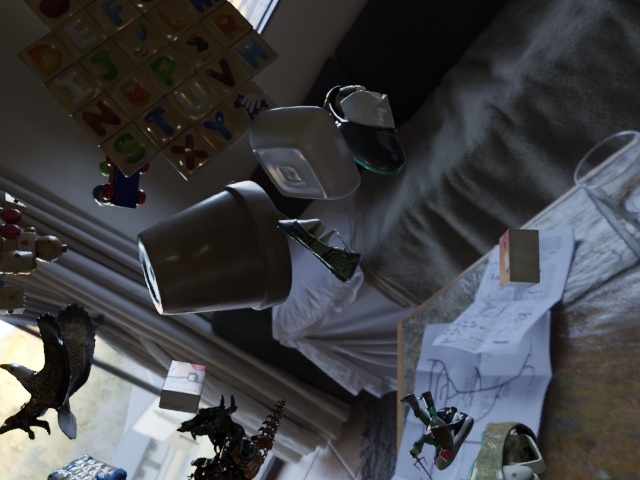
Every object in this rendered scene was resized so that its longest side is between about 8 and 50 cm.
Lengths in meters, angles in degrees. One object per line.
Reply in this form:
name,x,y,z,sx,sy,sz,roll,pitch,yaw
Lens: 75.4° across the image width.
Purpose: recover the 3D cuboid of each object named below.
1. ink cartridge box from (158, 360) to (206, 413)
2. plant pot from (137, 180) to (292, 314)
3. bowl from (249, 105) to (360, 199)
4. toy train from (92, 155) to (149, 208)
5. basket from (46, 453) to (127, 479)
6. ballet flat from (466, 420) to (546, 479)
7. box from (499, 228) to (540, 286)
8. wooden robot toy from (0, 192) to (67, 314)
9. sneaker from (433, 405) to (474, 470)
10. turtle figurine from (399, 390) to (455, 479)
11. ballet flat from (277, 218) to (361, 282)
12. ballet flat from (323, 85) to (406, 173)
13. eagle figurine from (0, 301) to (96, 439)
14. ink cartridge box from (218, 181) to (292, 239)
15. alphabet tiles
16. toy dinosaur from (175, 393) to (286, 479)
ink cartridge box,-0.401,0.428,1.217,0.150,0.109,0.063,-119,44,-72
plant pot,-0.262,0.043,0.981,0.280,0.324,0.323,-17,-10,-30
bowl,-0.028,-0.108,0.569,0.141,0.142,0.053,10,56,38
toy train,-0.542,-0.209,1.115,0.143,0.105,0.248,0,84,38
basket,-0.619,0.752,1.131,0.255,0.288,0.201,-64,-21,6
ballet flat,0.323,0.404,0.706,0.123,0.123,0.348,-54,-21,18
box,0.641,0.061,1.341,0.130,0.090,0.171,54,-141,-72
wooden robot toy,-0.374,0.010,0.540,0.076,0.079,0.173,-48,52,35
sneaker,0.401,0.641,1.362,0.121,0.079,0.216,18,39,43
turtle figurine,0.334,0.574,1.232,0.118,0.175,0.234,-40,49,25
ballet flat,0.000,0.000,0.729,0.070,0.188,0.070,-33,-37,-28
ballet flat,0.058,-0.196,0.667,0.280,0.095,0.096,-123,37,-56
eagle figurine,-0.665,0.327,1.028,0.226,0.225,0.298,25,77,32
ink cartridge box,-0.213,-0.079,1.292,0.088,0.234,0.193,-60,19,-7
alphabet tiles,-0.239,-0.265,0.594,0.285,0.342,0.011,-42,-1,-10
toy dinosaur,-0.207,0.481,0.937,0.164,0.219,0.322,-32,3,29
